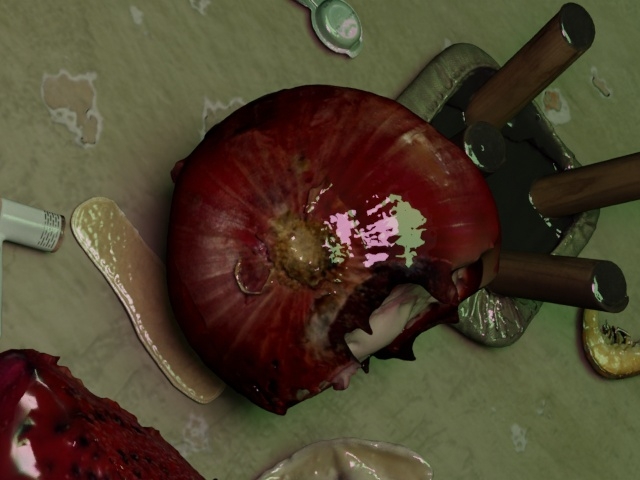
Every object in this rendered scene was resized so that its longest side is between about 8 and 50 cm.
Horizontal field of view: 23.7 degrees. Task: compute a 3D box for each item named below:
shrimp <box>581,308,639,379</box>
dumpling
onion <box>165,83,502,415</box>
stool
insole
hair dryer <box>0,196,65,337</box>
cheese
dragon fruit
[{"bbox_3d":[0.396,0.113,1.927,0.178,0.034,0.124,-6,74,-29],"label":"shrimp"},{"bbox_3d":[0.006,0.335,1.555,0.227,0.175,0.243,18,49,4],"label":"dumpling"},{"bbox_3d":[-0.004,0.002,1.531,0.341,0.341,0.341,9,72,-30],"label":"onion"},{"bbox_3d":[0.237,-0.077,1.763,0.310,0.226,0.310,47,56,-13],"label":"stool"},{"bbox_3d":[-0.175,0.061,1.591,0.081,0.011,0.248,-39,98,-33],"label":"insole"},{"bbox_3d":[-0.339,0.041,1.479,0.155,0.044,0.183,17,71,-25],"label":"hair dryer"},{"bbox_3d":[0.009,-0.267,1.790,0.120,0.026,0.067,50,57,-11],"label":"cheese"},{"bbox_3d":[-0.198,0.238,1.395,0.302,0.240,0.330,-35,104,-53],"label":"dragon fruit"}]
